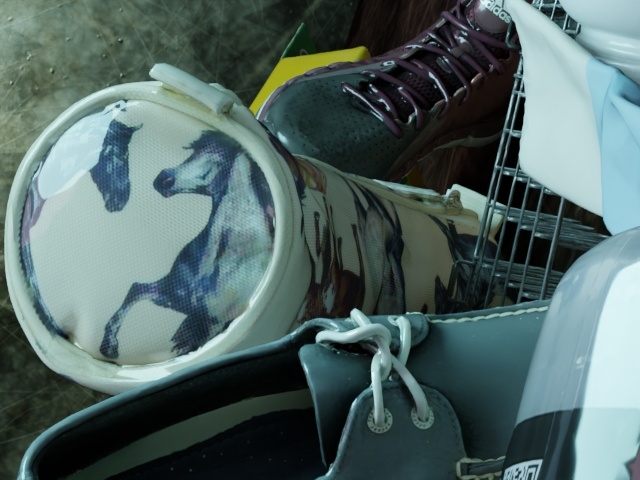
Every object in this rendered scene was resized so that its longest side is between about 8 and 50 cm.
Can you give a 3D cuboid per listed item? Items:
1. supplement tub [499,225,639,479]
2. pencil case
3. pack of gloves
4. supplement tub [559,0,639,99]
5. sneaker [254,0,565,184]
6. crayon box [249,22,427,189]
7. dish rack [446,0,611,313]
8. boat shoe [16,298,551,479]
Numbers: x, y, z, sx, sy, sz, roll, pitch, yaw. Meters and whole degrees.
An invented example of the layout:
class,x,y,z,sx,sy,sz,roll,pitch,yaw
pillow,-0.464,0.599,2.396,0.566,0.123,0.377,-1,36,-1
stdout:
class,x,y,z,sx,sy,sz,roll,pitch,yaw
supplement tub,0.105,0.168,0.402,0.193,0.194,0.316,136,152,-75
pencil case,-0.017,0.020,1.120,0.410,0.160,0.183,21,-94,-65
pack of gloves,0.093,-0.082,0.716,0.232,0.046,0.195,-128,31,-67
supplement tub,0.173,-0.152,0.791,0.144,0.144,0.199,-106,22,-77
sneaker,0.077,-0.129,1.346,0.281,0.106,0.162,-26,-20,-50
crayon box,0.000,0.000,1.445,0.203,0.083,0.323,65,-146,-31
dish rack,0.130,-0.020,1.030,0.208,0.074,0.271,-131,52,-80
boat shoe,0.016,0.088,0.872,0.099,0.319,0.116,72,180,-49
